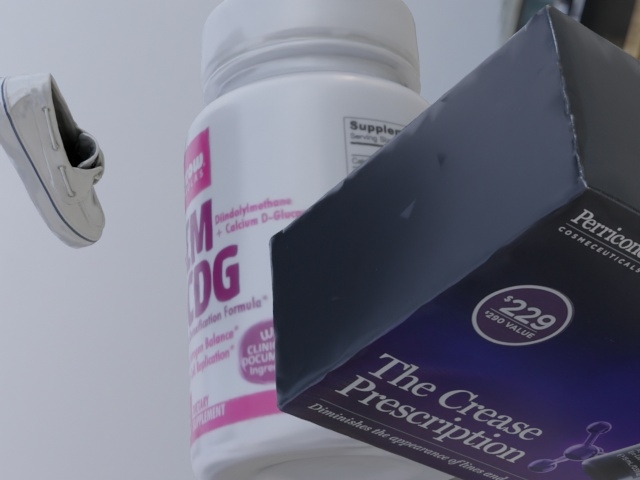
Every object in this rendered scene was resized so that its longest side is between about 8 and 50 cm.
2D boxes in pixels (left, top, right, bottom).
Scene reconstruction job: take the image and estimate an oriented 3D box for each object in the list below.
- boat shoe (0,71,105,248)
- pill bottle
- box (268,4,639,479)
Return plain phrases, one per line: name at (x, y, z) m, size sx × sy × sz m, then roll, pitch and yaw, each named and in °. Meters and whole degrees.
boat shoe at (-0.282, -0.084, 1.620) m, size 0.258 × 0.084 × 0.095 m, roll 65°, pitch -164°, yaw -52°
pill bottle at (0.000, 0.000, 0.861) m, size 0.160 × 0.160 × 0.283 m, roll 78°, pitch -172°, yaw -68°
box at (0.135, 0.036, 0.652) m, size 0.184 × 0.261 × 0.103 m, roll -42°, pitch 38°, yaw 35°
